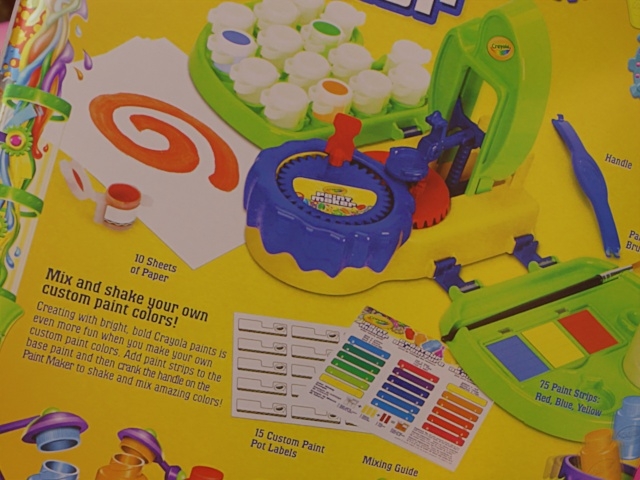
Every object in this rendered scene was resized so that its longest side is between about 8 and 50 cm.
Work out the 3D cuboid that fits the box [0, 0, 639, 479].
[{"bbox_3d":[0.000,0.000,0.446,0.177,0.290,0.279,-152,79,-79],"label":"box"}]
